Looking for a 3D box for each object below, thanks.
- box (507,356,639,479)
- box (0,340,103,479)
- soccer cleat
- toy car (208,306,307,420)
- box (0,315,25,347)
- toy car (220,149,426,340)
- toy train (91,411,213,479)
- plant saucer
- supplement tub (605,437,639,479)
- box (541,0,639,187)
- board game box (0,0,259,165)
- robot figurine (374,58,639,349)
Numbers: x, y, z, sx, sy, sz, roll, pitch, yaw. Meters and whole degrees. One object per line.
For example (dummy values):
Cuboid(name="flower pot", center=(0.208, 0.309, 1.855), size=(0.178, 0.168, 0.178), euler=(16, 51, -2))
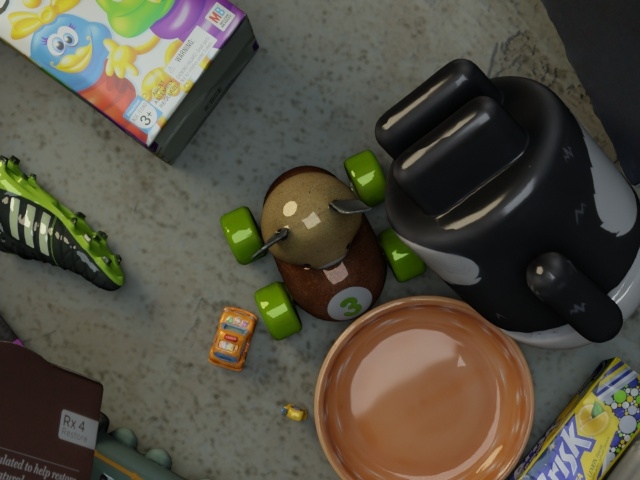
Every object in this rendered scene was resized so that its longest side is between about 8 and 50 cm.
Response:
Cuboid(name="box", center=(0.230, 0.187, 1.044), size=(0.059, 0.054, 0.169), euler=(40, 82, 7))
Cuboid(name="box", center=(-0.380, 0.164, 0.914), size=(0.381, 0.191, 0.143), euler=(-11, 63, 30))
Cuboid(name="soccer cleat", center=(-0.257, -0.004, 1.078), size=(0.179, 0.060, 0.072), euler=(41, 98, 9))
Cuboid(name="toy car", center=(-0.051, 0.113, 1.071), size=(0.122, 0.040, 0.060), euler=(35, 88, 3))
Cuboid(name="box", center=(-0.357, 0.083, 1.068), size=(0.116, 0.029, 0.162), euler=(-37, 88, -21))
Cuboid(name="toy car", center=(0.000, 0.000, 1.001), size=(0.155, 0.188, 0.149), euler=(-25, 87, 0))
Cuboid(name="toy train", center=(-0.194, 0.263, 1.026), size=(0.334, 0.142, 0.190), euler=(30, 79, 2))
Cuboid(name="plant saucer", center=(0.093, 0.148, 1.058), size=(0.200, 0.037, 0.200), euler=(0, 92, -4))
Cuboid(name="supplement tub", center=(0.263, 0.340, 0.977), size=(0.193, 0.193, 0.316), euler=(36, 88, 3))
Cuboid(name="box", center=(0.462, -0.290, 0.810), size=(0.480, 0.472, 0.297), euler=(-24, 85, -17))
Cuboid(name="board game box", center=(-0.211, -0.211, 1.039), size=(0.275, 0.142, 0.144), euler=(36, 88, 3))
Cuboid(name="robot figurine", center=(0.167, -0.026, 0.968), size=(0.278, 0.173, 0.209), euler=(41, 58, -36))
